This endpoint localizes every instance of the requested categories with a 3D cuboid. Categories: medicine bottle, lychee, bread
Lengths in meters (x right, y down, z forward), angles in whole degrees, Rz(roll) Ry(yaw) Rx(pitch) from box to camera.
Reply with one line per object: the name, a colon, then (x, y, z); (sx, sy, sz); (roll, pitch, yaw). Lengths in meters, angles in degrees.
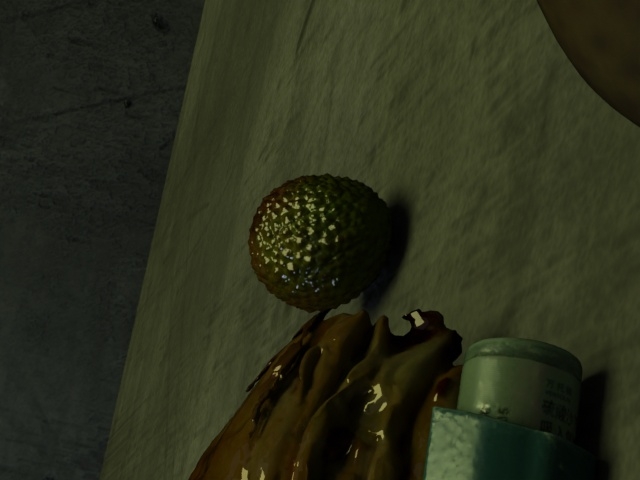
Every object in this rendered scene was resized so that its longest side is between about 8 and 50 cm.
medicine bottle: (0.072, 0.179, 0.791); (0.124, 0.079, 0.258); (-10, 60, 45)
lychee: (0.000, 0.000, 1.282); (0.146, 0.114, 0.114); (-13, 61, 54)
bread: (-0.019, 0.213, 0.980); (0.277, 0.167, 0.325); (128, 153, -60)

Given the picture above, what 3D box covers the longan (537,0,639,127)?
longan: (0.156, -0.125, 0.635); (0.204, 0.159, 0.185); (101, 171, -78)
